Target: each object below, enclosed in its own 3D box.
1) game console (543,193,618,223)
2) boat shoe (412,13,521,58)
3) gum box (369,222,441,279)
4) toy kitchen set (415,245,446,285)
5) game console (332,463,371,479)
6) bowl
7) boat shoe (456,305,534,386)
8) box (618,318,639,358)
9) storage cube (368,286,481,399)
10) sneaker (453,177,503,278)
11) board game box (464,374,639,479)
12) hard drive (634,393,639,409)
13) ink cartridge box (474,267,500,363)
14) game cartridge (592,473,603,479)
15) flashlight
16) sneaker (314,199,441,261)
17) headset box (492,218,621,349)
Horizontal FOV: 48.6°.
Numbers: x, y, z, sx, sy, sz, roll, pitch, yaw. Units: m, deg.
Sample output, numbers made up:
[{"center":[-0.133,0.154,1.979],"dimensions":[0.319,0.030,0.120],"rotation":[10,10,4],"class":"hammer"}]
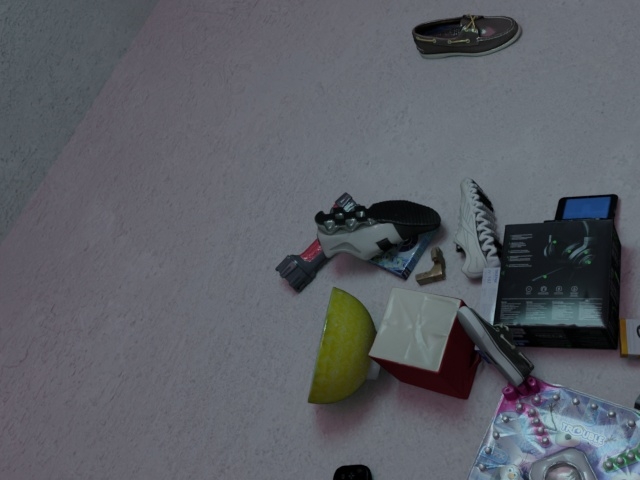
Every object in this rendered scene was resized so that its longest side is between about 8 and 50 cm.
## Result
[{"center":[0.619,-0.074,1.686],"dimensions":[0.144,0.124,0.085],"rotation":[-3,83,38],"class":"game console"},{"center":[0.435,-0.628,2.141],"dimensions":[0.324,0.097,0.117],"rotation":[1,63,33],"class":"boat shoe"},{"center":[0.215,-0.003,1.935],"dimensions":[0.157,0.041,0.184],"rotation":[26,79,40],"class":"gum box"},{"center":[0.278,0.058,1.840],"dimensions":[0.075,0.068,0.083],"rotation":[-17,54,23],"class":"toy kitchen set"},{"center":[0.049,0.697,1.612],"dimensions":[0.213,0.044,0.361],"rotation":[-11,57,27],"class":"game console"},{"center":[0.073,0.272,1.746],"dimensions":[0.156,0.289,0.289],"rotation":[12,66,2],"class":"bowl"},{"center":[0.382,0.217,1.544],"dimensions":[0.070,0.219,0.078],"rotation":[-42,11,-8],"class":"boat shoe"},{"center":[0.702,0.209,1.492],"dimensions":[0.136,0.028,0.081],"rotation":[3,63,12],"class":"box"},{"center":[0.257,0.239,1.661],"dimensions":[0.215,0.193,0.184],"rotation":[9,67,37],"class":"storage cube"},{"center":[0.388,-0.035,1.811],"dimensions":[0.118,0.110,0.292],"rotation":[-26,51,28],"class":"sneaker"},{"center":[0.492,0.487,1.434],"dimensions":[0.390,0.050,0.390],"rotation":[14,66,39],"class":"board game box"},{"center":[0.706,0.328,1.401],"dimensions":[0.135,0.022,0.094],"rotation":[16,27,37],"class":"hard drive"},{"center":[0.409,0.177,1.667],"dimensions":[0.046,0.097,0.207],"rotation":[-4,61,32],"class":"ink cartridge box"},{"center":[0.533,0.503,1.444],"dimensions":[0.083,0.017,0.056],"rotation":[-6,56,30],"class":"game cartridge"},{"center":[0.000,0.000,2.028],"dimensions":[0.304,0.103,0.103],"rotation":[-44,50,1],"class":"flashlight"},{"center":[0.156,-0.018,1.893],"dimensions":[0.330,0.146,0.122],"rotation":[-4,32,7],"class":"sneaker"},{"center":[0.543,0.091,1.612],"dimensions":[0.246,0.131,0.283],"rotation":[-3,61,31],"class":"headset box"}]
